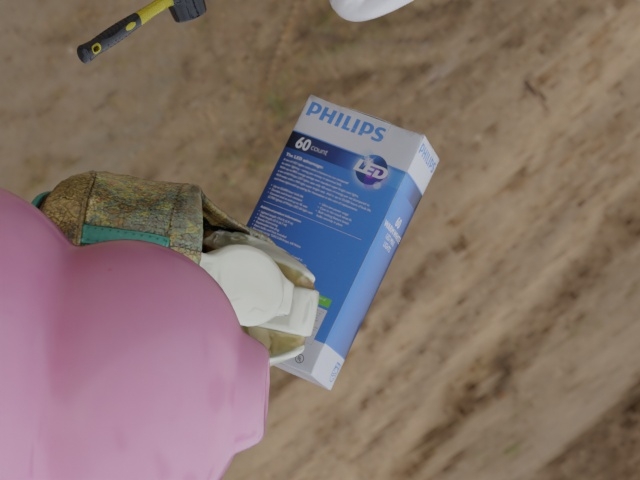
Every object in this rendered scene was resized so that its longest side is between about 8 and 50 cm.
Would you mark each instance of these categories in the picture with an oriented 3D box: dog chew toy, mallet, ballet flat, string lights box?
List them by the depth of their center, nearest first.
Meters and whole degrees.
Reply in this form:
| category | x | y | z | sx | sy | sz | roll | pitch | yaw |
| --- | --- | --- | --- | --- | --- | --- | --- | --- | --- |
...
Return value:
| category | x | y | z | sx | sy | sz | roll | pitch | yaw |
| --- | --- | --- | --- | --- | --- | --- | --- | --- | --- |
| dog chew toy | -0.189 | 0.059 | 0.684 | 0.332 | 0.206 | 0.206 | 4 | 153 | 0 |
| ballet flat | -0.063 | 0.033 | 0.938 | 0.123 | 0.123 | 0.348 | -36 | 163 | 6 |
| mallet | -0.178 | -0.226 | 1.496 | 0.039 | 0.062 | 0.190 | -3 | -160 | 34 |
| string lights box | 0.000 | 0.000 | 1.522 | 0.259 | 0.133 | 0.077 | -64 | 157 | -9 |

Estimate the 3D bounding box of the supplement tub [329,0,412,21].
| category | x | y | z | sx | sy | sz | roll | pitch | yaw |
| --- | --- | --- | --- | --- | --- | --- | --- | --- | --- |
| supplement tub | 0.032 | -0.310 | 1.354 | 0.144 | 0.199 | 0.144 | -29 | 173 | -4 |
